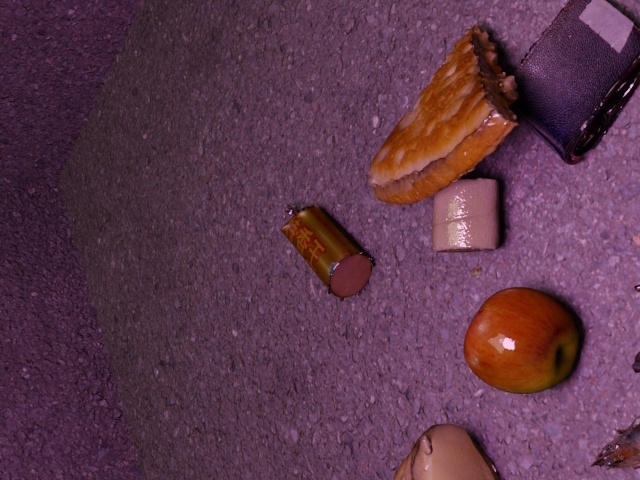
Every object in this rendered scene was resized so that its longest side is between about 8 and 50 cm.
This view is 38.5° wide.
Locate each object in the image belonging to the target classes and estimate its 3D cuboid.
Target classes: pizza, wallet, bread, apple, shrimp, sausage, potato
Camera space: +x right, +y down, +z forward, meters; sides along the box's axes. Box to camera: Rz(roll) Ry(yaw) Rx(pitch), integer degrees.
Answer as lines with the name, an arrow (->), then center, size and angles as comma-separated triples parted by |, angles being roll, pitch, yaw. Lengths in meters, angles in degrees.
pizza -> 0.277, -0.258, 1.767 | 0.440, 0.130, 0.406 | -25, 35, 59
wallet -> 0.465, -0.300, 1.658 | 0.262, 0.071, 0.221 | -59, 40, 27
bread -> 0.285, -0.047, 1.801 | 0.148, 0.134, 0.141 | 103, 167, -85
apple -> 0.364, 0.184, 1.650 | 0.196, 0.196, 0.195 | -5, 84, 52
shrimp -> 0.543, 0.272, 1.524 | 0.296, 0.058, 0.169 | -44, 47, 38
sausage -> 0.001, -0.002, 2.196 | 0.125, 0.117, 0.317 | -49, 47, 10
potato -> 0.234, 0.524, 1.786 | 0.285, 0.243, 0.242 | 56, 133, 13

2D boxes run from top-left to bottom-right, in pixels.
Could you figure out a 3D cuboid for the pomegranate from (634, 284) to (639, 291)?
pomegranate -> 0.588, 0.011, 1.405 | 0.156, 0.156, 0.220 | 40, 101, 47
